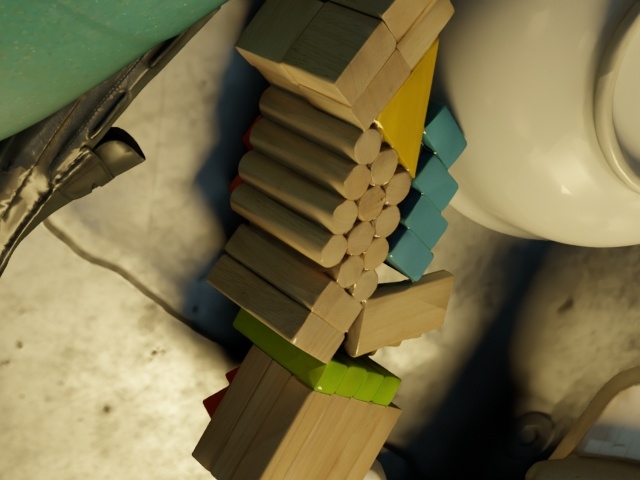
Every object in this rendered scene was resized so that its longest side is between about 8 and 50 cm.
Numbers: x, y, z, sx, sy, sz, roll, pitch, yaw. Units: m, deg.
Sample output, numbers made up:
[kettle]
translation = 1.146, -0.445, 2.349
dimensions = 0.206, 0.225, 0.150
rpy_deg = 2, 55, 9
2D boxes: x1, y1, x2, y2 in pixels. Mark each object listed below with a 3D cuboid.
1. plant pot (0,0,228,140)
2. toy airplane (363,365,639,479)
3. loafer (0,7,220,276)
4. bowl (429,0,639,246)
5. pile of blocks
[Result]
[plant pot]
translation = -0.199, -0.139, 0.358
dimensions = 0.255, 0.271, 0.271
rpy_deg = -34, 120, 16
[toy airplane]
translation = 0.143, 0.310, 0.654
dimensions = 0.384, 0.272, 0.386
rpy_deg = -25, 119, -4
[loafer]
translation = -0.135, -0.058, 0.508
dimensions = 0.078, 0.076, 0.223
rpy_deg = 30, 99, -19
[bowl]
translation = 0.199, -0.110, 0.556
dimensions = 0.298, 0.134, 0.297
rpy_deg = -7, 116, -14
[pile of blocks]
translation = 0.000, 0.000, 0.570
dimensions = 0.149, 0.113, 0.362
rpy_deg = -9, 120, -43
